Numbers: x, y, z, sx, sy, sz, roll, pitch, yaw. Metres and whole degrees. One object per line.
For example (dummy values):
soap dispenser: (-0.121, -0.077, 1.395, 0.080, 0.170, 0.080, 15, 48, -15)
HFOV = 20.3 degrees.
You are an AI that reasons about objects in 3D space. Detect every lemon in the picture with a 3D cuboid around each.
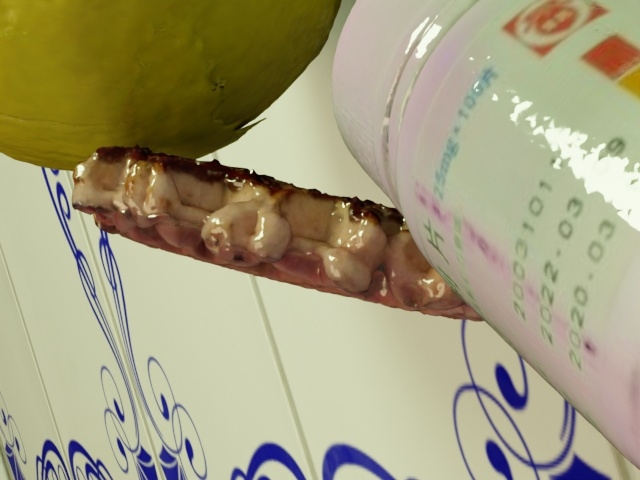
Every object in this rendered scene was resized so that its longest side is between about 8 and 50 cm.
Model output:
lemon: (-0.116, -0.174, 0.953, 0.297, 0.297, 0.297, 52, 152, 44)

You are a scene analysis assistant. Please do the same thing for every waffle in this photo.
waffle: (0.000, 0.000, 0.865, 0.234, 0.221, 0.055, 0, -76, -77)

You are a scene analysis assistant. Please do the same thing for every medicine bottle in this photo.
medicine bottle: (0.113, -0.021, 0.660, 0.254, 0.152, 0.152, -135, 34, -53)
